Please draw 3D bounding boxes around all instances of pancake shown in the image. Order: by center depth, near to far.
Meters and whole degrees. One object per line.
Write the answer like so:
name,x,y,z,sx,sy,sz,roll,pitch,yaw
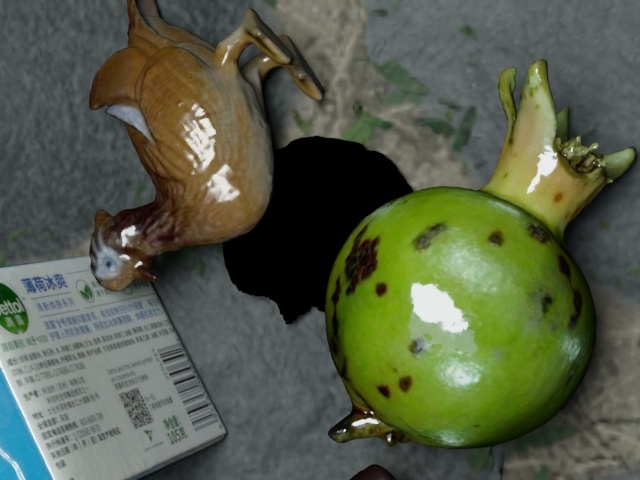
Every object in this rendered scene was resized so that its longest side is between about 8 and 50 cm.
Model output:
pancake,0.001,-0.006,0.800,0.129,0.022,0.116,0,94,16

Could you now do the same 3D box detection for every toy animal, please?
toy animal,-0.094,-0.071,0.794,0.179,0.089,0.188,-42,61,10

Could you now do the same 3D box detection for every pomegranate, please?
pomegranate,0.080,0.010,0.708,0.156,0.156,0.220,8,79,20

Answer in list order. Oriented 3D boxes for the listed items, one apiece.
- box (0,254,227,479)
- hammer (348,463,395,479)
box,-0.151,0.087,0.770,0.073,0.194,0.139,-31,82,20
hammer,-0.100,0.282,0.790,0.409,0.242,0.095,-43,45,1
